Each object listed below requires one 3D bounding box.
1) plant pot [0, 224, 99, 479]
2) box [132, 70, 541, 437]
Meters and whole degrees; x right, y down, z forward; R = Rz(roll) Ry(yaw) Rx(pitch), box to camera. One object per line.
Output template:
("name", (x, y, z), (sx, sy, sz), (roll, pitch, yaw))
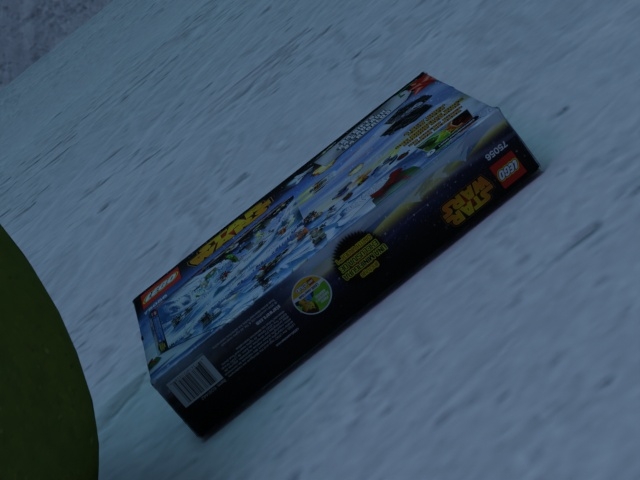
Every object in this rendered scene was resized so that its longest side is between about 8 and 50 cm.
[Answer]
("plant pot", (-0.204, 0.091, 0.346), (0.293, 0.274, 0.275), (-31, 8, -40))
("box", (0.000, 0.000, 0.491), (0.137, 0.027, 0.094), (-38, 18, 1))
